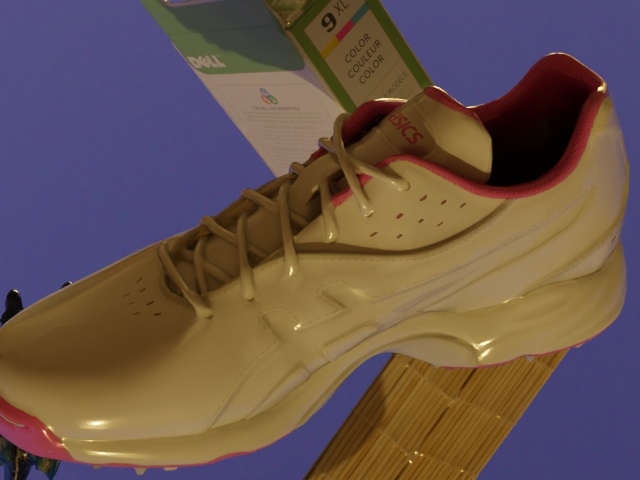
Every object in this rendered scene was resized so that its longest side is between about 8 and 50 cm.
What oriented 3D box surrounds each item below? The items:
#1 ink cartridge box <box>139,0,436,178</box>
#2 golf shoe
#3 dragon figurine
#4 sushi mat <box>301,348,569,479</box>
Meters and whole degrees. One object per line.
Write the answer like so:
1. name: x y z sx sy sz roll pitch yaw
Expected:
1. ink cartridge box: -0.008 -0.094 0.790 0.109 0.209 0.062 7 -128 51
2. golf shoe: 0.000 0.000 0.620 0.306 0.140 0.115 -16 -138 -23
3. dragon figurine: -0.281 0.175 1.372 0.085 0.289 0.144 9 -178 -6
4. sushi mat: 0.128 0.145 1.398 0.317 0.151 0.019 -55 -159 6
